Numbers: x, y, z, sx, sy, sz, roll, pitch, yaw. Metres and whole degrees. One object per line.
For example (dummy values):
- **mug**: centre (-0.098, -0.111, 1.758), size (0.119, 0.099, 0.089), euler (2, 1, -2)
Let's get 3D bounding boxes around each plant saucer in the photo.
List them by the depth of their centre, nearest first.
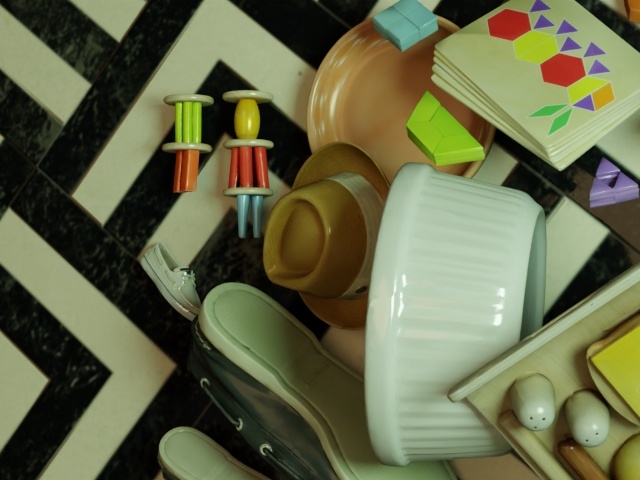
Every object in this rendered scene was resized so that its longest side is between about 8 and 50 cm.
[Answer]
- **plant saucer**: centre (0.083, -0.124, 1.560), size (0.200, 0.037, 0.200), euler (-2, 86, 24)

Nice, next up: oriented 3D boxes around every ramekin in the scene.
- **ramekin**: centre (0.126, 0.070, 1.410), size (0.127, 0.273, 0.273), euler (5, 88, 13)

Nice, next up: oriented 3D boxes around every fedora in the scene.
- **fedora**: centre (0.000, 0.000, 1.524), size (0.194, 0.079, 0.194), euler (16, 110, 52)

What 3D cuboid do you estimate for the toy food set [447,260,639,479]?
- **toy food set**: centre (0.279, 0.166, 1.261), size (0.219, 0.092, 0.306), euler (-37, 108, 16)

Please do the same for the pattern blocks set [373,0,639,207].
- **pattern blocks set**: centre (0.207, -0.151, 1.436), size (0.285, 0.026, 0.325), euler (-25, 52, -10)

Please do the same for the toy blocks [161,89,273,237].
- **toy blocks**: centre (-0.106, -0.076, 1.632), size (0.123, 0.054, 0.148), euler (-2, 85, 23)

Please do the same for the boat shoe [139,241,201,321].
- **boat shoe**: centre (-0.148, 0.042, 1.652), size (0.035, 0.035, 0.100), euler (-48, 63, 16)

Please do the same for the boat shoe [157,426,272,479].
- **boat shoe**: centre (-0.083, 0.272, 1.601), size (0.206, 0.075, 0.065), euler (39, 144, 17)

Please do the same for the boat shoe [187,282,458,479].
- **boat shoe**: centre (-0.004, 0.193, 1.533), size (0.340, 0.127, 0.113), euler (41, 129, 7)
